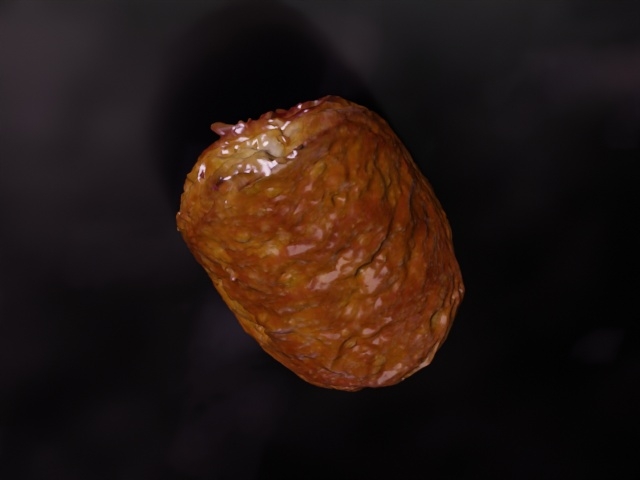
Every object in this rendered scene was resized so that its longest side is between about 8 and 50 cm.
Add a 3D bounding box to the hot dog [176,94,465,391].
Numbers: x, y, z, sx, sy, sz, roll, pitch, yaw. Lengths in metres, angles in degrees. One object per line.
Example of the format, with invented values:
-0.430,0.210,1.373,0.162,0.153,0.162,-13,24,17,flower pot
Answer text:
0.000,0.000,0.433,0.058,0.035,0.083,-29,129,5,hot dog
